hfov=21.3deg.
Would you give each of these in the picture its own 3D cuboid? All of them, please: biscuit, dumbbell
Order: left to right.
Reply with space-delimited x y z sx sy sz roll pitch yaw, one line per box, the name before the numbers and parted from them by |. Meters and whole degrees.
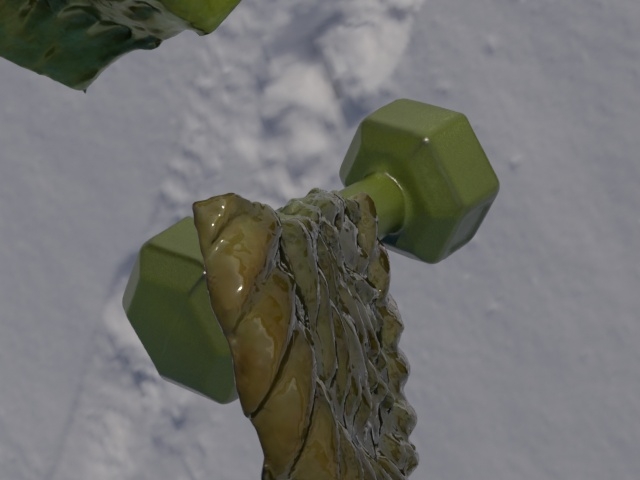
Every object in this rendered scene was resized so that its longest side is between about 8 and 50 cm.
dumbbell | 0.000 0.000 1.192 0.108 0.302 0.121 44 139 17
biscuit | 0.009 0.062 0.844 0.036 0.273 0.187 -14 91 13

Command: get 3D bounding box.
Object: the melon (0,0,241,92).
melon | -0.213 -0.206 0.971 0.331 0.343 0.226 6 76 48
